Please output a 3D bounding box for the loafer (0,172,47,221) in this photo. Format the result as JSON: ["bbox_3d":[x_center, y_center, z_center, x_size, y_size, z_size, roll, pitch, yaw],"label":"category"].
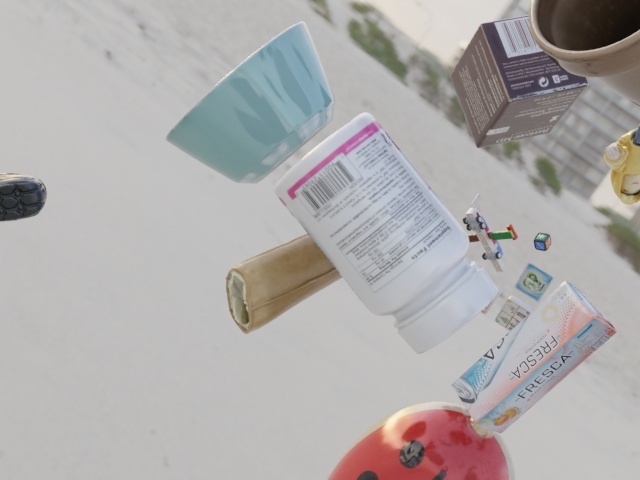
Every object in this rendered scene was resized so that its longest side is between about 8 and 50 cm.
[{"bbox_3d":[-0.479,-0.051,1.526,0.223,0.076,0.078,-6,13,-9],"label":"loafer"}]

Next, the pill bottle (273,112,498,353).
[{"bbox_3d":[0.086,-0.006,1.449,0.283,0.160,0.160,52,3,-1],"label":"pill bottle"}]

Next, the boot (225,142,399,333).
[{"bbox_3d":[0.000,0.000,1.589,0.089,0.269,0.236,48,-27,37],"label":"boot"}]

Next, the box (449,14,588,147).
[{"bbox_3d":[0.371,-0.304,2.163,0.203,0.168,0.167,115,-41,-67],"label":"box"}]

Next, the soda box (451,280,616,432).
[{"bbox_3d":[0.238,0.132,1.284,0.058,0.183,0.063,29,22,-44],"label":"soda box"}]

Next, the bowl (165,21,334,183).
[{"bbox_3d":[-0.095,-0.214,1.960,0.163,0.311,0.311,49,2,-3],"label":"bowl"}]

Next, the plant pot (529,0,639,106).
[{"bbox_3d":[0.473,-0.310,1.685,0.229,0.263,0.263,39,0,-40],"label":"plant pot"}]

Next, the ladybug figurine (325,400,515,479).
[{"bbox_3d":[0.136,0.460,1.867,0.305,0.449,0.162,36,17,15],"label":"ladybug figurine"}]

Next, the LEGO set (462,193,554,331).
[{"bbox_3d":[0.306,0.037,1.932,0.182,0.060,0.244,32,-36,11],"label":"LEGO set"}]

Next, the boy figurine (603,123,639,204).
[{"bbox_3d":[0.598,-0.163,2.109,0.285,0.177,0.092,111,-34,-59],"label":"boy figurine"}]
